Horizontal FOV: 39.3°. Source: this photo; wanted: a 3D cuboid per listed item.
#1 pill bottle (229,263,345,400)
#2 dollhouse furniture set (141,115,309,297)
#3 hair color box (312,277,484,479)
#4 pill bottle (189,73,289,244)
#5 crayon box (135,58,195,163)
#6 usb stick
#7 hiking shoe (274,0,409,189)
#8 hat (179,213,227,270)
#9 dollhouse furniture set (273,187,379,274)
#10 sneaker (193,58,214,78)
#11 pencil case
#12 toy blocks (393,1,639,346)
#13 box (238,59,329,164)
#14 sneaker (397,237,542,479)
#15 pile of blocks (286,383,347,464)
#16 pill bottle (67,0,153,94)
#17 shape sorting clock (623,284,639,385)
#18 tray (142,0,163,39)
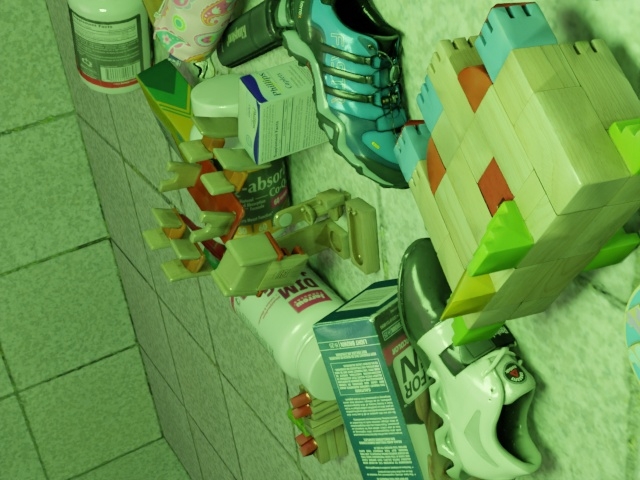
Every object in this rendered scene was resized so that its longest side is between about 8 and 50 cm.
[{"bbox_3d":[-0.034,0.146,1.587,0.283,0.160,0.160,43,147,45],"label":"pill bottle"},{"bbox_3d":[-0.147,-0.032,1.447,0.259,0.135,0.262,54,132,29],"label":"dollhouse furniture set"},{"bbox_3d":[0.123,0.239,1.229,0.105,0.174,0.347,-11,101,37],"label":"hair color box"},{"bbox_3d":[-0.144,-0.140,1.582,0.162,0.162,0.278,42,147,47],"label":"pill bottle"},{"bbox_3d":[-0.246,-0.200,1.807,0.318,0.081,0.202,51,167,37],"label":"crayon box"},{"bbox_3d":[-0.117,-0.343,1.494,0.278,0.045,0.077,4,109,66],"label":"usb stick"},{"bbox_3d":[0.055,-0.207,1.144,0.132,0.113,0.304,-28,95,46],"label":"hiking shoe"},{"bbox_3d":[-0.227,0.044,1.832,0.173,0.183,0.209,-4,94,59],"label":"hat"},{"bbox_3d":[0.000,0.000,1.430,0.151,0.123,0.144,40,144,49],"label":"dollhouse furniture set"},{"bbox_3d":[-0.235,-0.358,1.758,0.032,0.037,0.083,14,121,65],"label":"sneaker"},{"bbox_3d":[-0.189,-0.412,1.450,0.124,0.124,0.284,62,147,16],"label":"pencil case"},{"bbox_3d":[0.187,-0.093,0.902,0.381,0.190,0.261,110,145,-59],"label":"toy blocks"},{"bbox_3d":[-0.050,-0.198,1.350,0.072,0.137,0.126,53,153,32],"label":"box"},{"bbox_3d":[0.204,0.148,1.143,0.146,0.122,0.331,-12,99,49],"label":"sneaker"},{"bbox_3d":[-0.020,0.314,1.768,0.149,0.112,0.362,52,152,35],"label":"pile of blocks"},{"bbox_3d":[-0.463,-0.493,1.971,0.176,0.176,0.318,55,154,30],"label":"pill bottle"},{"bbox_3d":[0.362,0.123,0.831,0.206,0.040,0.206,49,151,40],"label":"shape sorting clock"},{"bbox_3d":[-0.268,-0.550,1.619,0.203,0.076,0.411,66,158,6],"label":"tray"}]
